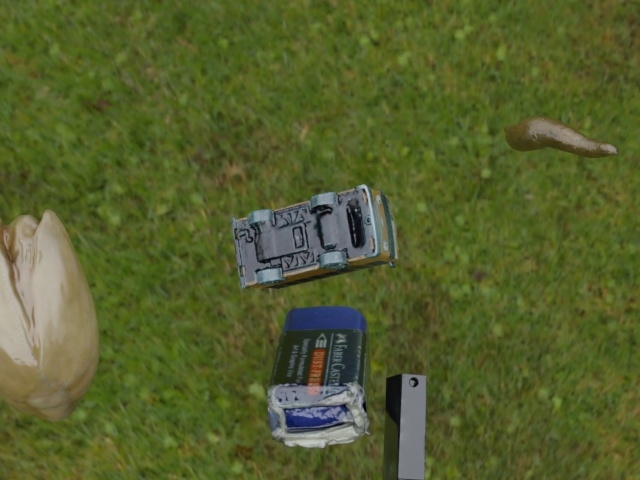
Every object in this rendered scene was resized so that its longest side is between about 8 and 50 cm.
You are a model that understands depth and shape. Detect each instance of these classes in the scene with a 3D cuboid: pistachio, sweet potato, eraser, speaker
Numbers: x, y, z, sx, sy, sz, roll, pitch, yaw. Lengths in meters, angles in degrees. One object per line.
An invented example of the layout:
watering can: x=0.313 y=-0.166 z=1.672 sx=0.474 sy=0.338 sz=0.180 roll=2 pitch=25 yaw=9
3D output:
pistachio: x=-0.383 y=0.107 z=1.634 sx=0.162 sy=0.181 sz=0.293 roll=-13 pitch=103 yaw=-9
sweet potato: x=0.384 y=-0.173 z=2.028 sx=0.249 sy=0.069 sz=0.059 roll=13 pitch=59 yaw=49
eraser: x=0.006 y=0.210 z=1.949 sx=0.155 sy=0.102 sz=0.332 roll=-3 pitch=21 yaw=5
speaker: x=0.125 y=0.311 z=1.813 sx=0.044 sy=0.082 sz=0.218 roll=5 pitch=79 yaw=-13

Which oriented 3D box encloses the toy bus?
toy bus: x=0.000 y=0.000 z=1.400 sx=0.182 sy=0.103 sz=0.091 roll=-14 pitch=78 yaw=28
